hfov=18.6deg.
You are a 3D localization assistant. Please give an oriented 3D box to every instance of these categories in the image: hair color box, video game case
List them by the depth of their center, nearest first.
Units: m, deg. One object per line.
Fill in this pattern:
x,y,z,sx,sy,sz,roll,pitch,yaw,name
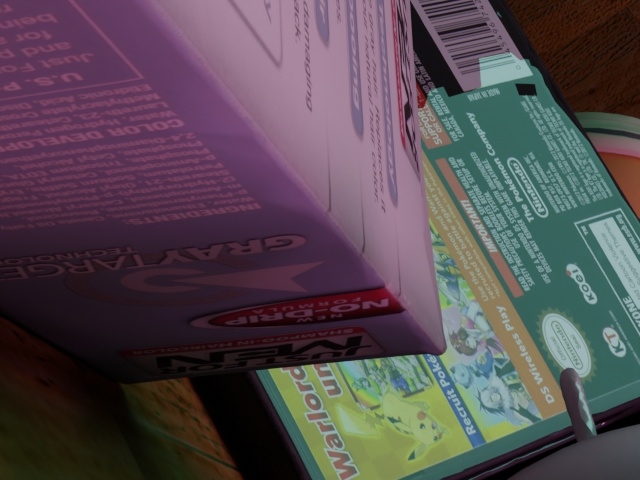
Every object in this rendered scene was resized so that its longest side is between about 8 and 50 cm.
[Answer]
-0.061,-0.093,0.471,0.374,0.114,0.185,48,37,-69,hair color box
0.022,-0.026,0.850,0.248,0.035,0.275,-16,70,-40,video game case

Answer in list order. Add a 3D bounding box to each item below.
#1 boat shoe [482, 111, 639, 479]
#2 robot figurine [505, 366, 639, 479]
0.152,0.141,1.164,0.500,0.187,0.156,85,16,-51,boat shoe
0.124,0.181,0.498,0.353,0.200,0.300,-116,-150,-56,robot figurine
